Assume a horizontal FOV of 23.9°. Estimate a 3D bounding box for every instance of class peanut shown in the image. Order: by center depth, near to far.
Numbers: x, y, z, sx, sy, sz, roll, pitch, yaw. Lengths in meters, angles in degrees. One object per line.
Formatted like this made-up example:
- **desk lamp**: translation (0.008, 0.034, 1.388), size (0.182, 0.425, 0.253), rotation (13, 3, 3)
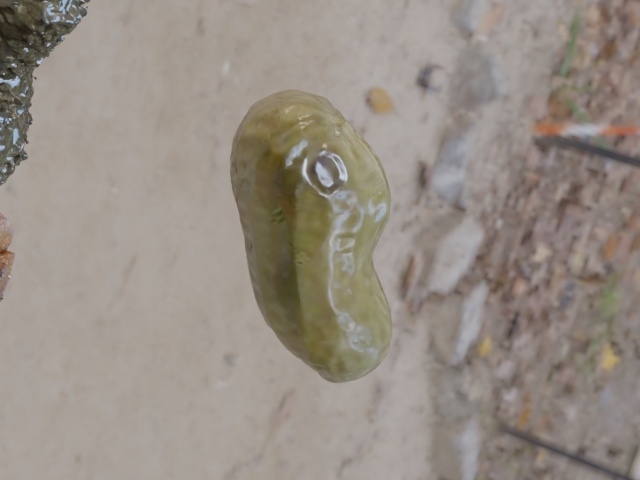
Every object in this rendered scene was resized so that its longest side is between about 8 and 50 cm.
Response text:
- **peanut**: translation (0.000, 0.000, 1.167), size (0.120, 0.110, 0.236), rotation (-21, 105, -24)

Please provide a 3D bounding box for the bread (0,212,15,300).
- **bread**: translation (-0.543, 0.002, 2.155), size (0.190, 0.244, 0.123), rotation (-51, -174, 16)

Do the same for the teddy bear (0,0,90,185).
- **teddy bear**: translation (-0.214, -0.081, 0.797), size (0.129, 0.251, 0.181), rotation (34, 69, -52)
